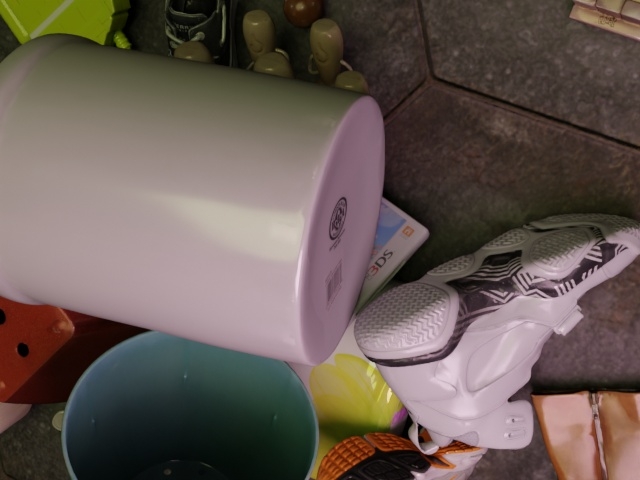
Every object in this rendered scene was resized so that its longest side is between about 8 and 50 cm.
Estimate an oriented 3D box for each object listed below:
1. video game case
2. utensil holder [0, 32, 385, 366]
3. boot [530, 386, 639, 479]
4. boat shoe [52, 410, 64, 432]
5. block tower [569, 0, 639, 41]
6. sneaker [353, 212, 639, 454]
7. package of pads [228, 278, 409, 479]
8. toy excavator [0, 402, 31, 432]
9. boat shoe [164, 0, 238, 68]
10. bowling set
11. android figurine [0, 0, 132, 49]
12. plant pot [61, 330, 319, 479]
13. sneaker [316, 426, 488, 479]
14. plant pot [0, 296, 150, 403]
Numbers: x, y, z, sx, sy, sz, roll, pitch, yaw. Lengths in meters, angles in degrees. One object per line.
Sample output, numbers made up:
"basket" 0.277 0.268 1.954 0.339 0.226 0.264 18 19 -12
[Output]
"video game case" 0.000 0.000 1.101 0.212 0.023 0.193 38 78 25
"utensil holder" -0.150 -0.050 0.965 0.385 0.327 0.328 11 102 16
"boot" 0.304 0.332 1.069 0.264 0.096 0.281 -11 93 22
"boat shoe" -0.369 0.307 1.353 0.125 0.038 0.046 9 60 14
"block tower" 0.383 -0.397 0.929 0.091 0.097 0.336 25 107 17
"sneaker" 0.237 0.114 1.022 0.365 0.137 0.210 -24 109 -4
"package of pads" 0.017 0.179 1.152 0.229 0.101 0.297 17 104 18
"toy excavator" -0.670 0.074 1.361 0.432 0.222 0.445 10 116 24
"boat shoe" -0.167 -0.290 1.149 0.108 0.102 0.301 16 103 18
"bowling set" -0.027 -0.218 1.108 0.287 0.200 0.154 17 145 20
"android figurine" -0.379 -0.372 1.222 0.248 0.056 0.273 -31 100 32
"plant pot" -0.167 0.291 1.046 0.293 0.293 0.235 29 135 14
"sneaker" 0.104 0.310 1.069 0.099 0.262 0.121 38 123 47
"plant pot" -0.383 0.083 1.218 0.267 0.235 0.267 -41 83 21
